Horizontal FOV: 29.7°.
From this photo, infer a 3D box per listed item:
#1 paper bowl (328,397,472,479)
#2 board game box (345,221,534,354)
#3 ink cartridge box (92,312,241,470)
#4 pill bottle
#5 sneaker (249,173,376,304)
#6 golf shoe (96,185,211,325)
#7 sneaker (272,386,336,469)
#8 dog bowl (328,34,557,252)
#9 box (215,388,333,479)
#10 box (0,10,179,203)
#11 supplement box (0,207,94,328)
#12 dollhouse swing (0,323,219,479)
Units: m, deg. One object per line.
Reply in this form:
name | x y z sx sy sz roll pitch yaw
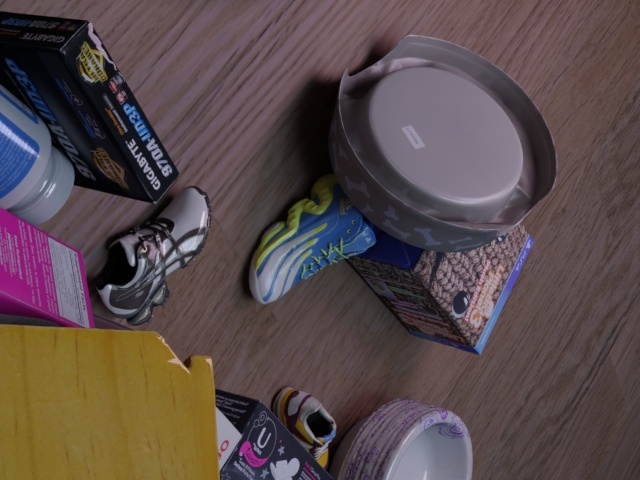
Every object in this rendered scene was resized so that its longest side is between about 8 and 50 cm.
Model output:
paper bowl | 0.120 0.400 2.000 0.284 0.148 0.284 -21 118 -47
board game box | 0.200 0.011 1.978 0.291 0.141 0.232 47 64 -48
ink cartridge box | -0.245 0.225 1.451 0.171 0.168 0.233 -55 138 -23
pill bottle | -0.356 -0.103 1.235 0.221 0.124 0.124 45 66 -49
sneaker | 0.000 0.000 1.728 0.240 0.126 0.091 -56 139 -25
golf shoe | -0.207 0.006 1.505 0.094 0.077 0.198 48 63 -48
sneaker | -0.011 0.306 1.851 0.069 0.084 0.185 -49 136 -30
dog bowl | 0.169 -0.135 1.762 0.349 0.349 0.102 -39 168 -39
box | -0.119 0.313 1.650 0.142 0.163 0.247 -61 141 -24
box | -0.269 -0.143 1.291 0.051 0.175 0.220 -55 139 -28
supplement box | -0.345 0.045 1.255 0.220 0.111 0.114 41 30 -58
dollhouse swing | -0.326 0.269 1.234 0.346 0.305 0.315 6 73 -36
